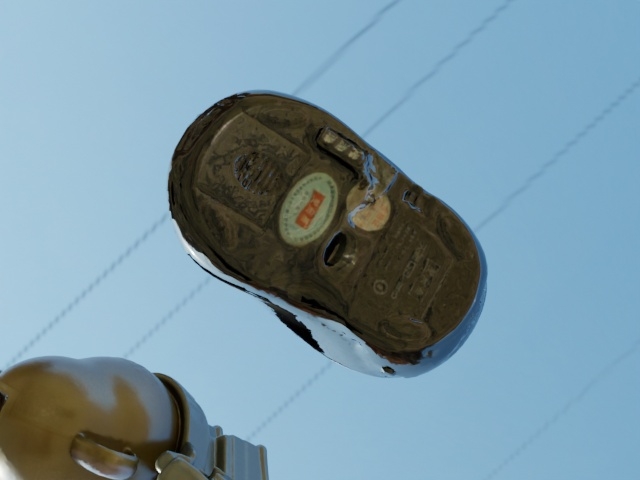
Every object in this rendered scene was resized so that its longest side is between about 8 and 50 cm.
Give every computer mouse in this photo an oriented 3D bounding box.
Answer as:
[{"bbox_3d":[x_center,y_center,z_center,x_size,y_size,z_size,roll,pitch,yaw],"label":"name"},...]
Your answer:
[{"bbox_3d":[0.000,0.000,0.909,0.233,0.096,0.137,37,-106,-6],"label":"computer mouse"}]

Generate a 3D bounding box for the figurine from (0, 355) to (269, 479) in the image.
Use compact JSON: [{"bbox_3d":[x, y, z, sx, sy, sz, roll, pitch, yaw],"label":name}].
[{"bbox_3d":[-0.192,0.197,1.261,0.343,0.285,0.167,-10,-122,35],"label":"figurine"}]
